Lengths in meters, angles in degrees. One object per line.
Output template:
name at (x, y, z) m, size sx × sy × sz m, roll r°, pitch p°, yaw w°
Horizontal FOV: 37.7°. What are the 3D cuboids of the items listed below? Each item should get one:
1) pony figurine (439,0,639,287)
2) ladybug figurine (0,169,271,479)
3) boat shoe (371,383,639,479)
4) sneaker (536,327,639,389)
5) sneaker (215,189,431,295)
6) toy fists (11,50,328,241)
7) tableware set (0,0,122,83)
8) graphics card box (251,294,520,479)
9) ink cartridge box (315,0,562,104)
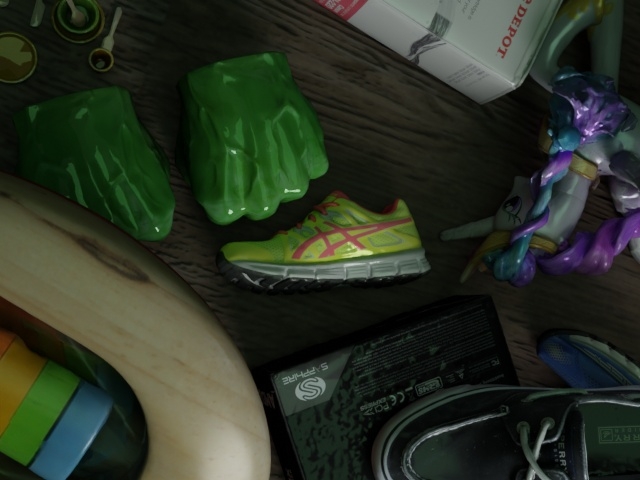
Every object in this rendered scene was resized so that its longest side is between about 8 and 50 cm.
pony figurine at (0.332, -0.075, 0.908) m, size 0.351 × 0.303 × 0.364 m, roll 22°, pitch 83°, yaw 19°
ladybug figurine at (-0.232, 0.097, 0.739) m, size 0.449 × 0.162 × 0.305 m, roll 36°, pitch 109°, yaw -12°
boat shoe at (0.196, 0.177, 0.796) m, size 0.301 × 0.102 × 0.108 m, roll -2°, pitch 84°, yaw -3°
sneaker at (0.314, 0.230, 0.918) m, size 0.147 × 0.130 × 0.330 m, roll -38°, pitch 79°, yaw 7°
sneaker at (0.000, 0.000, 0.888) m, size 0.208 × 0.081 × 0.094 m, roll -2°, pitch 79°, yaw -22°
toy fists at (-0.132, -0.068, 0.843) m, size 0.279 × 0.096 × 0.142 m, roll -15°, pitch 82°, yaw -14°
tableware set at (-0.262, -0.191, 0.850) m, size 0.154 × 0.024 × 0.104 m, roll 16°, pitch 82°, yaw -14°
graphics card box at (0.101, 0.258, 0.883) m, size 0.232 × 0.094 × 0.371 m, roll -19°, pitch 92°, yaw -16°
ink cartridge box at (0.123, -0.260, 0.928) m, size 0.217 × 0.092 × 0.159 m, roll 29°, pitch 79°, yaw -10°
